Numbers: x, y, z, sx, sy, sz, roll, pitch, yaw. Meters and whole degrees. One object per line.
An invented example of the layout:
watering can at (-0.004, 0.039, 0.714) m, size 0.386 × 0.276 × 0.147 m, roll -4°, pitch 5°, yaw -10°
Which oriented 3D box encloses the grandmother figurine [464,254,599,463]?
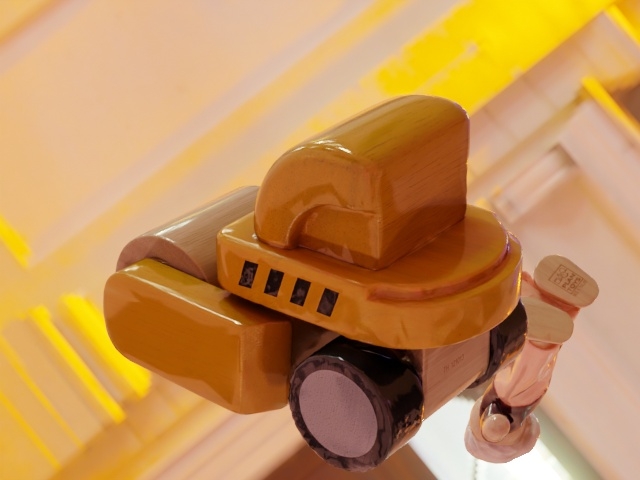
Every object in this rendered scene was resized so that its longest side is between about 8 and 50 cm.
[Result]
grandmother figurine at (0.234, 0.154, 1.865) m, size 0.104 × 0.208 × 0.342 m, roll 38°, pitch -33°, yaw 18°

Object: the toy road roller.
toy road roller at (0.000, 0.000, 1.233) m, size 0.330 × 0.202 × 0.240 m, roll 19°, pitch -58°, yaw 33°
